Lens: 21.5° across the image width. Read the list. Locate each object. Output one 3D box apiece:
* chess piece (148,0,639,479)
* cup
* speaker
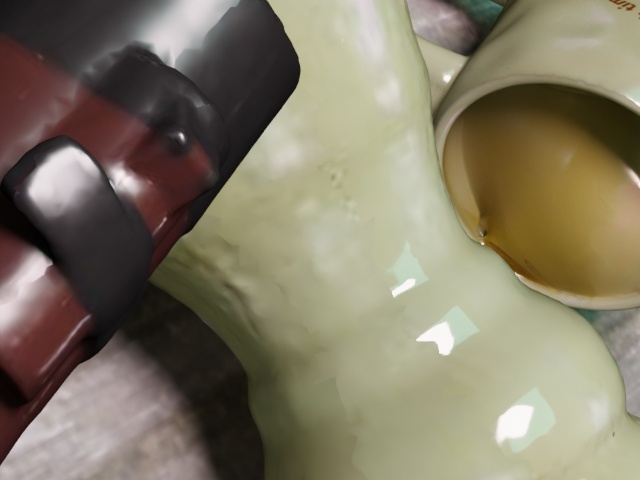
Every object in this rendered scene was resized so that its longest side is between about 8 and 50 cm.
[{"bbox_3d":[0.000,0.000,0.733,0.234,0.234,0.442,-32,91,-47],"label":"chess piece"},{"bbox_3d":[0.136,-0.088,0.987,0.202,0.255,0.173,-56,147,-44],"label":"cup"},{"bbox_3d":[-0.159,0.051,0.564,0.198,0.259,0.329,41,63,-9],"label":"speaker"}]
